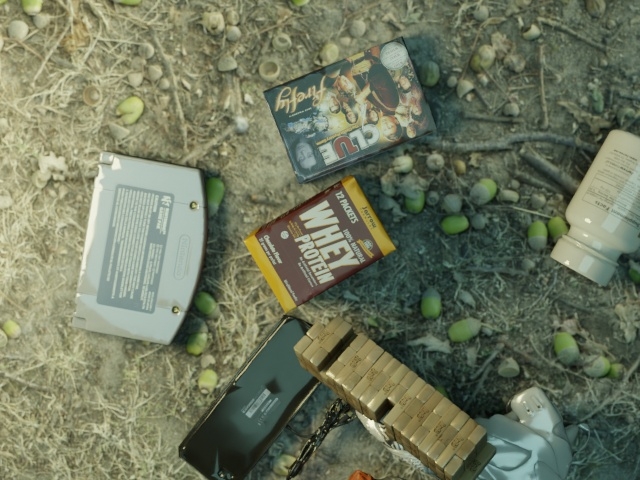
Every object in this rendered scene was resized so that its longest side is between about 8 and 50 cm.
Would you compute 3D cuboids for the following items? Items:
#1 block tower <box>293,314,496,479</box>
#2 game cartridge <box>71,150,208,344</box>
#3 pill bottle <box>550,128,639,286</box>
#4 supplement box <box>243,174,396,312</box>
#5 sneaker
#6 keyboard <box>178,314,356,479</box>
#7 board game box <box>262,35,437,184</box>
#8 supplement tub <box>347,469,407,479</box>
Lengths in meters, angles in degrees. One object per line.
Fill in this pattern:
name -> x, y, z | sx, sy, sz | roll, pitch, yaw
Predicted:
block tower -> 0.114, 0.247, 1.761 | 0.335, 0.097, 0.091 | 37, 75, 22
game cartridge -> -0.288, 0.015, 1.865 | 0.198, 0.062, 0.297 | 11, 95, -4
pill bottle -> 0.466, -0.049, 1.807 | 0.131, 0.131, 0.229 | 29, 95, -1
supplement box -> 0.000, 0.000, 1.788 | 0.194, 0.191, 0.129 | -30, 94, 2
sneaker -> 0.251, 0.305, 1.844 | 0.366, 0.137, 0.210 | 31, 83, 7
keyboard -> -0.072, 0.295, 1.895 | 0.201, 0.033, 0.317 | 39, 95, 4
board game box -> 0.049, -0.210, 1.844 | 0.243, 0.042, 0.165 | -22, 94, 3
supplement tub -> 0.166, 0.507, 1.827 | 0.316, 0.193, 0.193 | 26, 95, -1
